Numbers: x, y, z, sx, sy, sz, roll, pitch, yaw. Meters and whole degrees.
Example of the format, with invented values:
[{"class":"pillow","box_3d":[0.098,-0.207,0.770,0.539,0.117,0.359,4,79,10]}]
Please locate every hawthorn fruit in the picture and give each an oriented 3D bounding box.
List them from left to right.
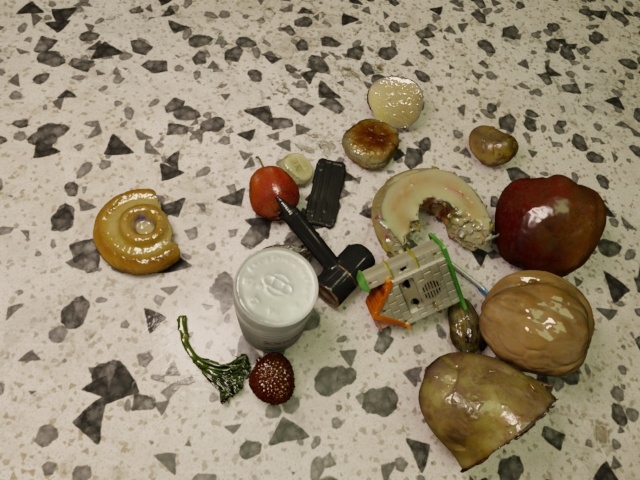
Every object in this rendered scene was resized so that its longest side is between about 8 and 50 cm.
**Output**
[{"class":"hawthorn fruit","box_3d":[-0.160,-0.194,1.251,0.166,0.165,0.285,-11,59,-13]},{"class":"hawthorn fruit","box_3d":[0.690,-0.043,1.222,0.309,0.308,0.324,11,53,-3]}]

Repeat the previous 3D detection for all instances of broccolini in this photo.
[{"class":"broccolini","box_3d":[-0.286,0.291,1.071,0.123,0.062,0.271,-32,71,-30]}]

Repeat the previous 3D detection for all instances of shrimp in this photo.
[{"class":"shrimp","box_3d":[-0.087,0.037,1.196,0.191,0.073,0.074,2,54,-10]}]

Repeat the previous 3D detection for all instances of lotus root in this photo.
[{"class":"lotus root","box_3d":[0.422,0.250,1.167,0.089,0.081,0.179,-17,56,31]}]

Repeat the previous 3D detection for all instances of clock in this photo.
[{"class":"clock","box_3d":[0.247,0.134,1.127,0.256,0.106,0.219,-24,114,3]}]

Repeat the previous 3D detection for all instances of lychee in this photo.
[{"class":"lychee","box_3d":[-0.122,0.356,1.028,0.123,0.123,0.129,-43,98,-22]}]

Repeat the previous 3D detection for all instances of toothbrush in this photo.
[{"class":"toothbrush","box_3d":[0.508,0.165,1.243,0.386,0.040,0.040,40,67,12]}]

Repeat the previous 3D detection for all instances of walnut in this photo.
[{"class":"walnut","box_3d":[0.568,0.219,1.065,0.285,0.285,0.296,48,37,13]}]

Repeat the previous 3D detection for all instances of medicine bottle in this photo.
[{"class":"medicine bottle","box_3d":[-0.115,0.159,0.994,0.190,0.332,0.189,3,66,-7]}]

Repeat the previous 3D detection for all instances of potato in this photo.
[{"class":"potato","box_3d":[0.279,-0.508,1.464,0.203,0.182,0.117,10,26,16]},{"class":"potato","box_3d":[0.393,0.392,1.019,0.289,0.300,0.237,-1,44,-48]},{"class":"potato","box_3d":[0.616,-0.338,1.437,0.137,0.137,0.176,-27,51,-18]}]

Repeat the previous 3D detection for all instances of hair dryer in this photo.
[{"class":"hair dryer","box_3d":[0.000,0.000,1.144,0.189,0.107,0.352,-44,105,-25]}]

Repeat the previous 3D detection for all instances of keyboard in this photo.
[{"class":"keyboard","box_3d":[0.017,-0.162,1.329,0.106,0.016,0.262,13,65,-3]}]

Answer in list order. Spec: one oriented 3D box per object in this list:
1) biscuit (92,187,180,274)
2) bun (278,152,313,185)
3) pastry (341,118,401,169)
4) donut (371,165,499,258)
[{"class":"biscuit","box_3d":[-0.535,-0.020,1.150,0.213,0.091,0.274,-28,75,-20]},{"class":"bun","box_3d":[-0.083,-0.230,1.317,0.115,0.069,0.115,12,64,-26]},{"class":"pastry","box_3d":[0.172,-0.334,1.385,0.182,0.093,0.192,35,62,9]},{"class":"donut","box_3d":[0.330,-0.083,1.261,0.372,0.150,0.307,-10,65,-10]}]
